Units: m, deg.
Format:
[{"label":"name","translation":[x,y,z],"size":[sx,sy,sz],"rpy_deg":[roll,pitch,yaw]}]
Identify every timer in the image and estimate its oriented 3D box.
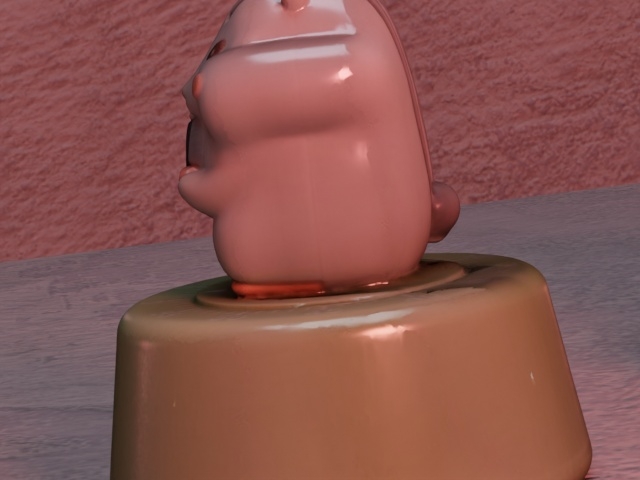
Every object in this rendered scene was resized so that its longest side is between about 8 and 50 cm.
[{"label":"timer","translation":[0.000,0.000,1.115],"size":[0.290,0.315,0.291],"rpy_deg":[-7,7,1]}]
